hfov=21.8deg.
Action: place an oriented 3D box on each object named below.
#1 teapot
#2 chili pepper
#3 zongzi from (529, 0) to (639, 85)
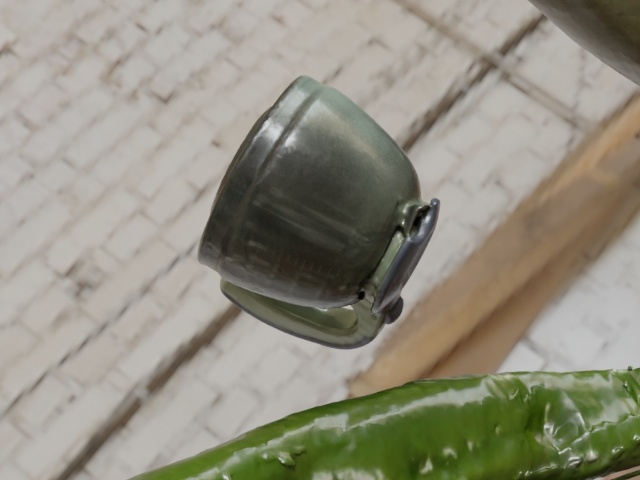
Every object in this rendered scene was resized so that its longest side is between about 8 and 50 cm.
[{"bbox_3d":[-0.002,0.001,0.844,0.149,0.108,0.111,-62,-7,24],"label":"teapot"},{"bbox_3d":[0.052,0.091,0.679,0.359,0.076,0.085,-12,-33,-18],"label":"chili pepper"},{"bbox_3d":[0.194,-0.208,1.174,0.323,0.360,0.160,25,-58,-31],"label":"zongzi"}]
